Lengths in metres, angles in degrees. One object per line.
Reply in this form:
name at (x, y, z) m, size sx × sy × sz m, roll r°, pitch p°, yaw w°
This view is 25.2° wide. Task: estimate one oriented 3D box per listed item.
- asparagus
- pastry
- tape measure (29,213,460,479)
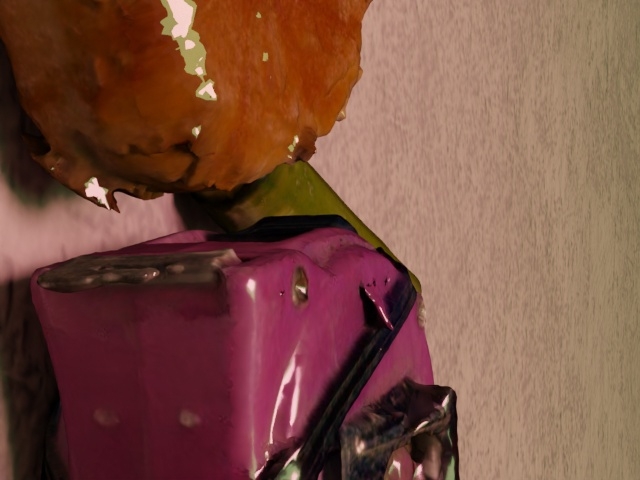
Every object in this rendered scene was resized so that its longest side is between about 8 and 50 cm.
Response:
asparagus at (-0.002, 0.001, 0.850) m, size 0.060 × 0.067 × 0.278 m, roll -49°, pitch 148°, yaw -1°
pastry at (-0.058, -0.116, 0.639) m, size 0.218 × 0.100 × 0.229 m, roll 48°, pitch 47°, yaw -46°
tape measure at (-0.027, 0.105, 0.658) m, size 0.245 × 0.149 × 0.231 m, roll -26°, pitch 112°, yaw -66°
